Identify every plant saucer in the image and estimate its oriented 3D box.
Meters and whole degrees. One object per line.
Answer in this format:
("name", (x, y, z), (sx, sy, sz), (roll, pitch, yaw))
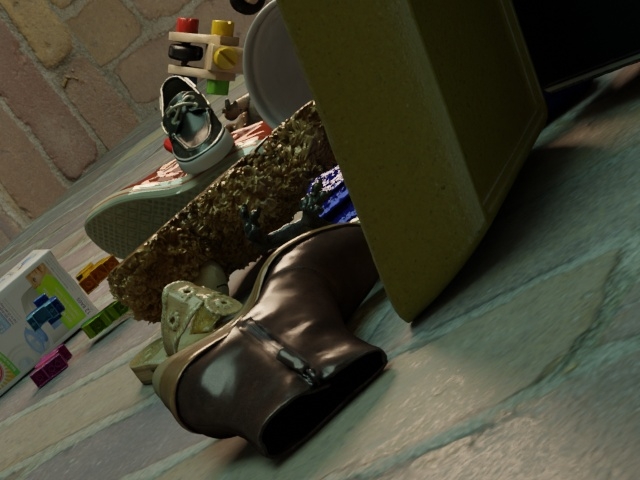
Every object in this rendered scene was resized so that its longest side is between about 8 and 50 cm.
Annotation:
("plant saucer", (0.090, -0.153, 1.424), (0.081, 0.332, 0.333), (-11, 22, 25))

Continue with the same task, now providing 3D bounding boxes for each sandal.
("sandal", (-0.136, 0.080, 1.751), (0.088, 0.079, 0.240), (-45, 13, -35))

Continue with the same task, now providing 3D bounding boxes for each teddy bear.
("teddy bear", (-0.072, -0.028, 1.901), (0.338, 0.113, 0.245), (-44, 3, -37))

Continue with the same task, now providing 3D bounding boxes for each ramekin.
("ramekin", (0.018, -0.221, 2.215), (0.207, 0.207, 0.109), (-31, 3, 32))

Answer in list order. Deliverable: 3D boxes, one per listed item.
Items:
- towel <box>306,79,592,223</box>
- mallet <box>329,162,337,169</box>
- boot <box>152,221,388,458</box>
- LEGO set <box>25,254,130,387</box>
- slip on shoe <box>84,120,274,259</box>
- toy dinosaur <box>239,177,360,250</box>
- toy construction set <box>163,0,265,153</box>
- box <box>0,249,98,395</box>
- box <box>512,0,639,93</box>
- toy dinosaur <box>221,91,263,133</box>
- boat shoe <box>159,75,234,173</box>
("towel", (0.116, -0.109, 1.743), (0.308, 0.076, 0.227), (-36, 12, 8))
("mallet", (0.059, -0.120, 2.091), (0.190, 0.039, 0.062), (-32, 10, 7))
("boot", (0.000, 0.078, 1.399), (0.248, 0.090, 0.207), (-37, 24, -22))
("LEGO set", (-0.296, 0.077, 2.262), (0.227, 0.087, 0.093), (-37, 11, -5))
("slip on shoe", (-0.166, -0.062, 2.312), (0.331, 0.123, 0.101), (-25, 31, 29))
("toy dinosaur", (0.000, 0.000, 1.565), (0.268, 0.118, 0.064), (-32, 42, 23))
("toy construction set", (-0.114, -0.242, 2.760), (0.309, 0.257, 0.237), (-58, 24, 1))
("box", (-0.421, 0.118, 2.413), (0.203, 0.114, 0.103), (-41, 13, -16))
("box", (0.391, -0.404, 1.469), (0.472, 0.297, 0.480), (-37, 9, -27))
("toy dinosaur", (-0.075, -0.148, 2.432), (0.295, 0.127, 0.200), (-47, -1, 21))
("boat shoe", (-0.169, -0.150, 2.259), (0.078, 0.070, 0.219), (-34, 26, 0))
